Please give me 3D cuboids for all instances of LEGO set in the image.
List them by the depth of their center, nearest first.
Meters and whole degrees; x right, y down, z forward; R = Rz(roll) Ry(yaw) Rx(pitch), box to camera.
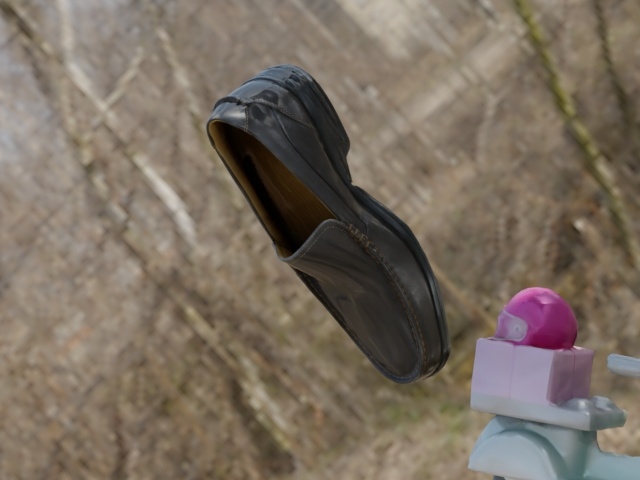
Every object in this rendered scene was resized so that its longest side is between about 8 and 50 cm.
[{"bbox_3d":[0.157,0.033,0.545,0.287,0.132,0.107,-1,-74,-64],"label":"LEGO set"}]

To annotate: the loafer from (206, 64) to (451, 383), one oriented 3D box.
[{"bbox_3d":[0.000,0.000,0.850,0.062,0.170,0.061,-35,-1,40],"label":"loafer"}]
